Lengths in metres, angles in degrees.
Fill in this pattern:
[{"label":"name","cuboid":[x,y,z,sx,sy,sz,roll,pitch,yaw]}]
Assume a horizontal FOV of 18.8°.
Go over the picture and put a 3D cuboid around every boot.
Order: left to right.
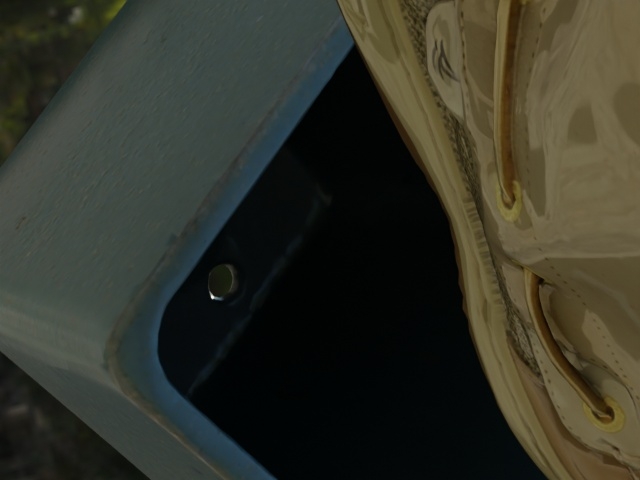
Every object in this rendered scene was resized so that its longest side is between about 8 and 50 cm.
[{"label":"boot","cuboid":[0.113,0.015,0.386,0.203,0.095,0.262,29,-29,58]}]

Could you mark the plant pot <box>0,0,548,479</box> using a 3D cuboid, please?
[{"label":"plant pot","cuboid":[0.000,0.000,0.747,0.252,0.247,0.248,10,-30,53]}]
